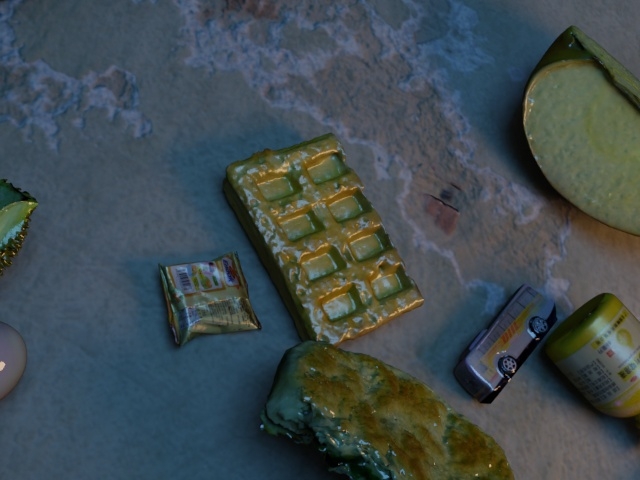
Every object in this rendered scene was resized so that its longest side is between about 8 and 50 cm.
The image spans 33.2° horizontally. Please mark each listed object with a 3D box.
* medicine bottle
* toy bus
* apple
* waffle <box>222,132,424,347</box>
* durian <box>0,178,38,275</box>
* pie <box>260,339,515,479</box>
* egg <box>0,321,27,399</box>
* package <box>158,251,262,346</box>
[{"bbox_3d":[0.411,0.183,1.428,0.212,0.122,0.122,48,61,3],"label":"medicine bottle"},{"bbox_3d":[0.246,0.136,1.426,0.072,0.057,0.172,40,60,8],"label":"toy bus"},{"bbox_3d":[0.438,-0.145,1.545,0.346,0.179,0.254,46,73,1],"label":"apple"},{"bbox_3d":[0.000,0.000,1.388,0.168,0.057,0.274,-23,78,-26],"label":"waffle"},{"bbox_3d":[-0.422,0.021,1.205,0.137,0.095,0.221,27,57,33],"label":"durian"},{"bbox_3d":[0.099,0.252,1.230,0.371,0.078,0.296,46,28,24],"label":"pie"},{"bbox_3d":[-0.385,0.136,1.161,0.135,0.103,0.103,-17,75,-27],"label":"egg"},{"bbox_3d":[-0.139,0.070,1.323,0.121,0.031,0.108,-9,73,-29],"label":"package"}]
